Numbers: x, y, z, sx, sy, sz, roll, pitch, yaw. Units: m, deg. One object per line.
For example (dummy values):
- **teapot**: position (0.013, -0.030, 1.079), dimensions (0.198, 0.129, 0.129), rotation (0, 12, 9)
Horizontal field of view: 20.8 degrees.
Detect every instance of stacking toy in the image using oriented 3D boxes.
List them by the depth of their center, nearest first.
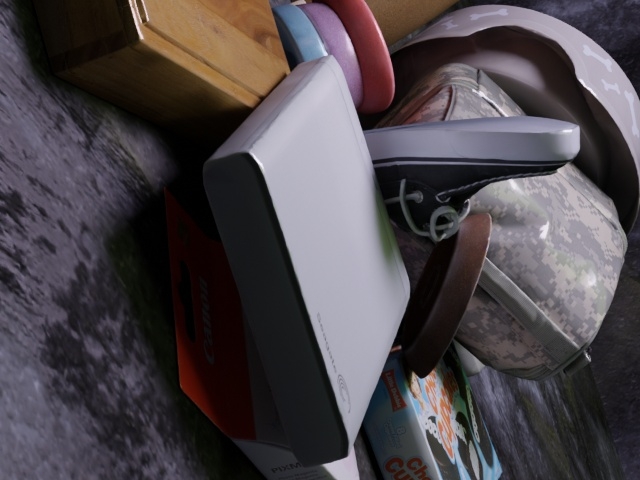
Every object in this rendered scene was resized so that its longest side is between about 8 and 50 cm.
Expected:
- **stacking toy**: position (-0.056, -0.256, 1.763), dimensions (0.279, 0.130, 0.309), rotation (-158, -133, -72)

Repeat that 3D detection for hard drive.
- **hard drive**: position (0.000, 0.000, 1.373), dimensions (0.353, 0.047, 0.233), rotation (-58, 132, -70)

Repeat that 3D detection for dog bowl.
- **dog bowl**: position (0.218, -0.121, 2.027), dimensions (0.102, 0.348, 0.349), rotation (-56, 131, -41)

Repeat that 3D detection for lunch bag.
- **lunch bag**: position (0.168, -0.014, 1.845), dimensions (0.305, 0.212, 0.256), rotation (44, 16, -13)

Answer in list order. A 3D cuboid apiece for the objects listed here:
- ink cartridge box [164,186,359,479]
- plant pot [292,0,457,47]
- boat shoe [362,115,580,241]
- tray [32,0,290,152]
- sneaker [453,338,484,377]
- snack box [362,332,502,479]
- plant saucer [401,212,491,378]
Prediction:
- **ink cartridge box**: position (-0.041, 0.085, 1.337), dimensions (0.232, 0.066, 0.189), rotation (61, 16, -51)
- **plant pot**: position (0.095, -0.355, 2.084), dimensions (0.237, 0.254, 0.237), rotation (-20, 90, -78)
- **boat shoe**: position (0.094, -0.051, 1.572), dimensions (0.113, 0.306, 0.105), rotation (-18, 103, -60)
- **tray**: position (-0.119, -0.193, 1.372), dimensions (0.411, 0.076, 0.203), rotation (24, 49, -74)
- **sneaker**: position (0.210, 0.058, 2.259), dimensions (0.290, 0.123, 0.106), rotation (-88, 157, -54)
- **snack box**: position (0.112, 0.193, 1.791), dimensions (0.322, 0.060, 0.187), rotation (-21, 90, -77)
- **plant saucer**: position (0.114, 0.047, 1.643), dimensions (0.029, 0.168, 0.168), rotation (23, 24, -6)
